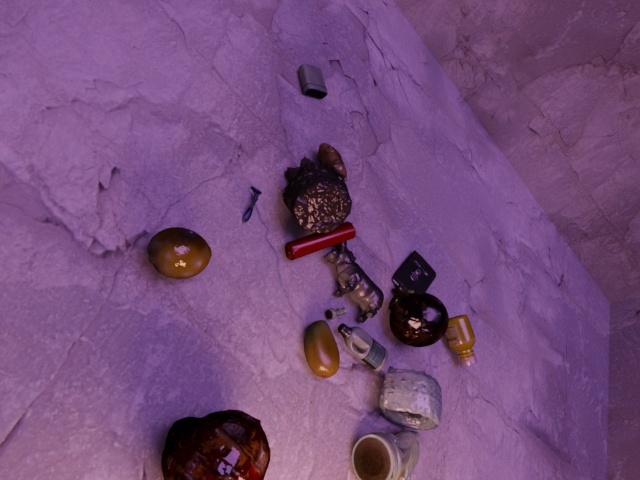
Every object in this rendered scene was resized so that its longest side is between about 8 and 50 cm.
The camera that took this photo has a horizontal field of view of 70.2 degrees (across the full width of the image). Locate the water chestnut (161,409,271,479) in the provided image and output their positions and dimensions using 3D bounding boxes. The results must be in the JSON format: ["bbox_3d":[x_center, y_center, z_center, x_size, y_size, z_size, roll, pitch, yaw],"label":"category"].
[{"bbox_3d":[-0.249,0.543,1.100,0.289,0.289,0.244,-2,77,-42],"label":"water chestnut"}]

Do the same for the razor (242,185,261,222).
[{"bbox_3d":[-0.239,-0.126,1.584,0.044,0.028,0.154,34,51,-26],"label":"razor"}]

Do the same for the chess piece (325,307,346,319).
[{"bbox_3d":[0.063,0.264,1.664,0.093,0.042,0.042,-1,71,-47],"label":"chess piece"}]

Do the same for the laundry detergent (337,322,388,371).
[{"bbox_3d":[0.150,0.379,1.663,0.226,0.070,0.099,42,55,-20],"label":"laundry detergent"}]

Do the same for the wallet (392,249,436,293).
[{"bbox_3d":[0.419,0.166,2.022,0.168,0.052,0.245,52,48,-5],"label":"wallet"}]

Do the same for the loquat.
[{"bbox_3d":[-0.393,0.036,1.291,0.195,0.152,0.152,-5,74,-46],"label":"loquat"}]

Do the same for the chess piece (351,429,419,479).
[{"bbox_3d":[0.251,0.741,1.550,0.298,0.176,0.175,23,56,-48],"label":"chess piece"}]

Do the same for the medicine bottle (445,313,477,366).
[{"bbox_3d":[0.627,0.445,2.019,0.122,0.122,0.212,-7,75,-43],"label":"medicine bottle"}]

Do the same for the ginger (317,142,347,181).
[{"bbox_3d":[0.053,-0.308,1.788,0.086,0.294,0.131,-18,113,-4],"label":"ginger"}]

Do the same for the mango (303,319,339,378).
[{"bbox_3d":[0.004,0.361,1.528,0.130,0.092,0.194,20,54,-32],"label":"mango"}]

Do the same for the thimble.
[{"bbox_3d":[0.324,0.562,1.637,0.250,0.205,0.171,32,51,-20],"label":"thimble"}]

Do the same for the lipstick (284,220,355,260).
[{"bbox_3d":[0.000,-0.001,1.660,0.280,0.073,0.073,-19,84,-30],"label":"lipstick"}]

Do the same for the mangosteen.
[{"bbox_3d":[0.380,0.284,1.825,0.231,0.231,0.289,26,32,-31],"label":"mangosteen"}]

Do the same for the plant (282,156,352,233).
[{"bbox_3d":[-0.023,-0.173,1.682,0.215,0.213,0.312,31,13,-29],"label":"plant"}]

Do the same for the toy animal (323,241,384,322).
[{"bbox_3d":[0.116,0.139,1.725,0.168,0.106,0.343,-30,88,-44],"label":"toy animal"}]

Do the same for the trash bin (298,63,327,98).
[{"bbox_3d":[-0.034,-0.703,2.015,0.116,0.059,0.129,1,69,-42],"label":"trash bin"}]
